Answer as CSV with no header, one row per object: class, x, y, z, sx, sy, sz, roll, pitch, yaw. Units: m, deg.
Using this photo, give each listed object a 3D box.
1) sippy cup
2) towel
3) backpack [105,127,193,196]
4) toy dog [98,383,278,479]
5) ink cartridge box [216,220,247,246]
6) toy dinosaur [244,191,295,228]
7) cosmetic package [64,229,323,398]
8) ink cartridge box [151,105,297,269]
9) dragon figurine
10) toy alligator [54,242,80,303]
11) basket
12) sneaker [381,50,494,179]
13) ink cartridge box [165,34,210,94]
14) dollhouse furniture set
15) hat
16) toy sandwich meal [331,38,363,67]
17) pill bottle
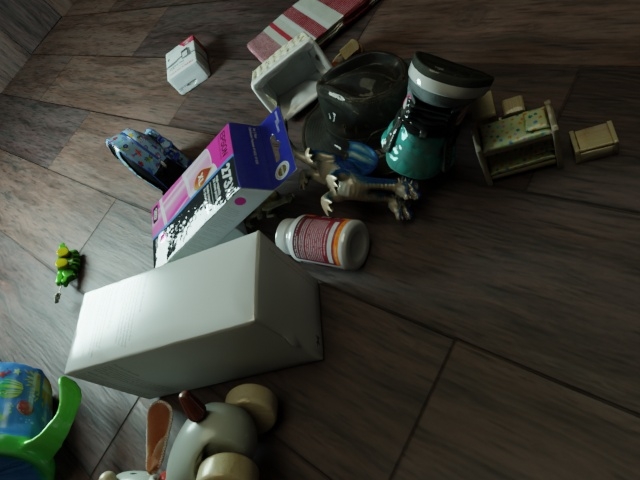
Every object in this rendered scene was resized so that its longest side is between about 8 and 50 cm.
sippy cup,-0.620,0.365,0.889,0.224,0.306,0.240,-114,32,-50
towel,-0.023,-0.561,1.197,0.329,0.037,0.237,-39,47,4
backpack,-0.418,-0.208,1.132,0.158,0.173,0.117,32,82,41
toy dog,-0.221,0.313,0.677,0.334,0.161,0.220,-39,21,1
ink cartridge box,-0.209,-0.035,0.975,0.089,0.052,0.122,-33,49,12
toy dinosaur,-0.134,-0.075,0.966,0.183,0.053,0.092,12,54,29
cosmetic package,-0.200,0.141,0.769,0.366,0.197,0.155,-19,53,20
ink cartridge box,-0.201,-0.091,0.895,0.371,0.069,0.175,-37,50,27
dragon figurine,0.045,-0.120,0.813,0.144,0.085,0.289,-13,41,-32
toy alligator,-0.632,0.078,1.174,0.051,0.056,0.189,-5,49,-19
basket,-0.060,-0.366,1.040,0.167,0.113,0.103,-33,36,14
sneaker,0.155,-0.172,0.684,0.124,0.295,0.178,23,115,10
ink cartridge box,-0.392,-0.518,1.379,0.109,0.063,0.150,-29,50,14
dollhouse furniture set,0.325,-0.196,0.708,0.182,0.101,0.160,-14,56,25
hat,0.081,-0.265,0.884,0.331,0.134,0.331,-15,56,24
toy sandwich meal,0.058,-0.415,1.057,0.086,0.029,0.085,-16,55,24
pill bottle,0.000,0.000,0.801,0.152,0.086,0.086,8,67,35
